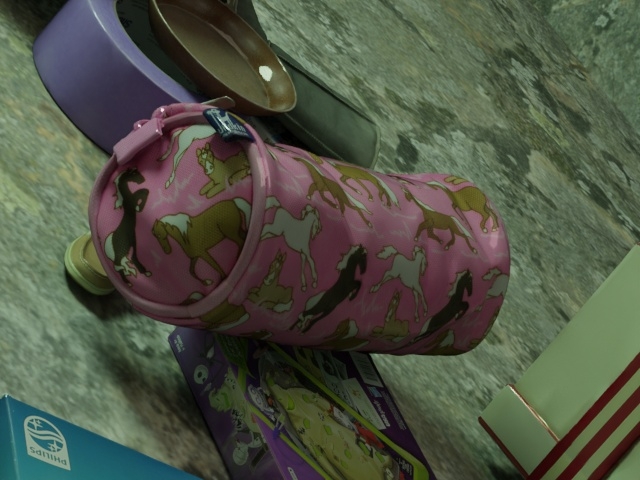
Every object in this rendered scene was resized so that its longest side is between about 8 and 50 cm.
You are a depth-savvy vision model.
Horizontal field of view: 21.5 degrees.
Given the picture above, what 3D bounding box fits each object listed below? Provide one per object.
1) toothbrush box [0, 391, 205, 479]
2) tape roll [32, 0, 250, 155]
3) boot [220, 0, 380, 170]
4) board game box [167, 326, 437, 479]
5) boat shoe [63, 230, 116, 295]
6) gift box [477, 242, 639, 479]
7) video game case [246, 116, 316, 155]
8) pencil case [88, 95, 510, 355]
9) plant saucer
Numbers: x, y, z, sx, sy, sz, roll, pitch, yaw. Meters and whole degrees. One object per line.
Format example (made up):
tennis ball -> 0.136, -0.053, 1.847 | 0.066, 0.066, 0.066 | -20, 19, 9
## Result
toothbrush box -> -0.125, 0.248, 0.667 | 0.126, 0.216, 0.295 | 30, 26, -33
tape roll -> -0.156, -0.146, 1.499 | 0.189, 0.080, 0.189 | 37, 23, -18
boot -> -0.031, -0.171, 1.732 | 0.208, 0.076, 0.189 | 25, 42, -27
board game box -> 0.030, 0.206, 1.250 | 0.208, 0.056, 0.347 | 26, 28, -48
boat shoe -> -0.154, 0.000, 1.286 | 0.050, 0.045, 0.135 | 43, 22, -5
gift box -> 0.321, 0.195, 1.493 | 0.255, 0.258, 0.276 | 24, 22, -42
video game case -> -0.055, -0.134, 1.746 | 0.166, 0.015, 0.119 | 49, 21, 11
pencil case -> 0.000, 0.000, 1.308 | 0.160, 0.167, 0.386 | 15, 0, 36
plant saucer -> -0.093, -0.167, 1.504 | 0.168, 0.029, 0.168 | 36, 23, -18
